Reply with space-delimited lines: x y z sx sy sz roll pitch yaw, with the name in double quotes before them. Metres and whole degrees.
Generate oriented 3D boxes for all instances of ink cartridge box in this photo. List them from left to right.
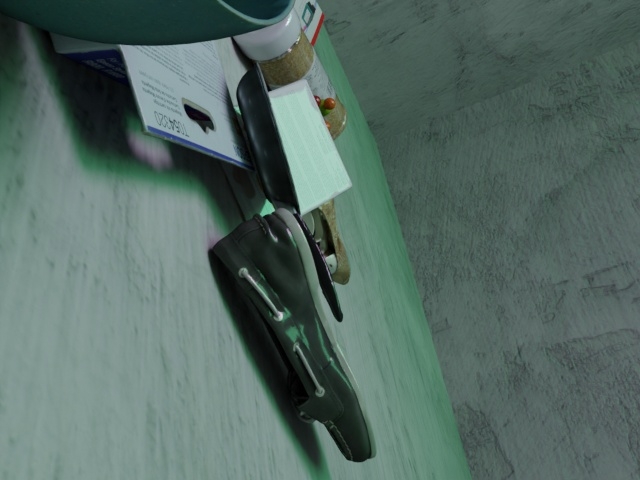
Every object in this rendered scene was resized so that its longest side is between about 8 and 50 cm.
"ink cartridge box" -0.185 -0.230 0.770 0.324 0.071 0.330 7 66 -79
"ink cartridge box" -0.067 -0.117 1.069 0.224 0.056 0.181 -32 102 -43
"ink cartridge box" -0.079 -0.462 1.509 0.231 0.134 0.078 30 80 -74

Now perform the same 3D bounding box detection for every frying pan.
"frying pan" -0.046 -0.062 0.943 0.197 0.053 0.326 -137 -148 -85

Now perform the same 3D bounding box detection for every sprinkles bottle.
"sprinkles bottle" -0.051 -0.322 1.465 0.355 0.121 0.121 52 21 -59

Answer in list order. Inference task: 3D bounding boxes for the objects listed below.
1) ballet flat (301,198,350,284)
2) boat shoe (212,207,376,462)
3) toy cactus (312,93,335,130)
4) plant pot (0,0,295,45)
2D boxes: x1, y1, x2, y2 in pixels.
"ballet flat" 0.000 0.000 1.287 0.067 0.073 0.206 -40 125 -40
"boat shoe" -0.030 0.127 0.877 0.112 0.095 0.335 25 -43 67
"toy cactus" -0.037 -0.178 1.344 0.219 0.112 0.181 -162 -106 -70
"plant pot" -0.165 -0.252 0.497 0.290 0.195 0.290 47 35 -49
